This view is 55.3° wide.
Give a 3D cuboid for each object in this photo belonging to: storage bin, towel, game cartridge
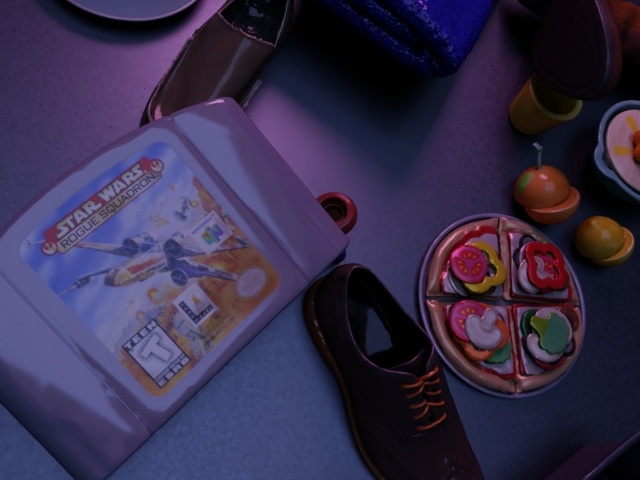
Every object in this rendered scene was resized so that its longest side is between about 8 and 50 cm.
[{"bbox_3d":[0.265,0.250,0.578,0.135,0.091,0.098,-28,83,-21],"label":"storage bin"},{"bbox_3d":[0.105,-0.326,0.676,0.227,0.076,0.308,34,51,-3],"label":"towel"},{"bbox_3d":[-0.136,0.022,0.500,0.297,0.062,0.198,-44,104,-21],"label":"game cartridge"}]

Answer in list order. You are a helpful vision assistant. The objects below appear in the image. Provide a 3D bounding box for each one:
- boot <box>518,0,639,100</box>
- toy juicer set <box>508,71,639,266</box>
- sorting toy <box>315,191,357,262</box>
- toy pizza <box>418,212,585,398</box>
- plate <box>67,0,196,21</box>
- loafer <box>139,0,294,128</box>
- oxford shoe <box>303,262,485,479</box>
[{"bbox_3d":[0.374,-0.214,0.723,0.280,0.096,0.264,18,38,-19],"label":"boot"},{"bbox_3d":[0.375,-0.066,0.709,0.329,0.089,0.209,15,70,-12],"label":"toy juicer set"},{"bbox_3d":[0.000,0.000,0.610,0.061,0.042,0.102,40,78,15],"label":"sorting toy"},{"bbox_3d":[0.200,0.064,0.648,0.201,0.032,0.201,5,72,-15],"label":"toy pizza"},{"bbox_3d":[-0.207,-0.308,0.649,0.188,0.024,0.188,5,71,-15],"label":"plate"},{"bbox_3d":[-0.099,-0.181,0.606,0.094,0.087,0.251,27,68,-7],"label":"loafer"},{"bbox_3d":[0.074,0.145,0.550,0.097,0.098,0.271,-30,84,-22],"label":"oxford shoe"}]
